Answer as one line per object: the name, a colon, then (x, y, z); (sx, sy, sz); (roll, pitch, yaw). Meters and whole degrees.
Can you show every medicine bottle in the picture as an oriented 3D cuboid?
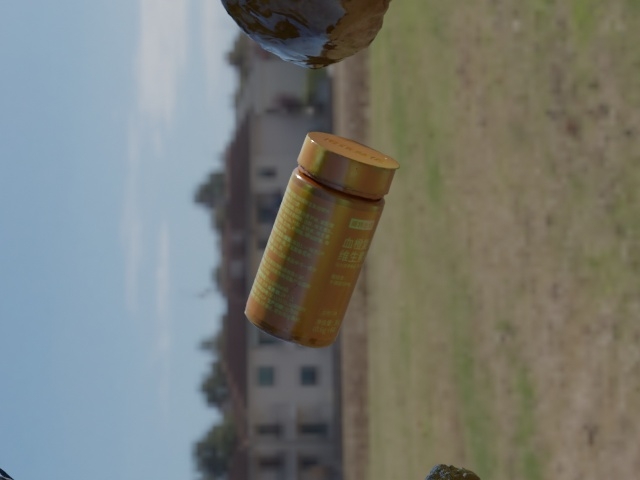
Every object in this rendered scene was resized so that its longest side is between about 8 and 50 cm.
medicine bottle: (0.000, 0.000, 1.648); (0.096, 0.096, 0.192); (-94, 23, -75)

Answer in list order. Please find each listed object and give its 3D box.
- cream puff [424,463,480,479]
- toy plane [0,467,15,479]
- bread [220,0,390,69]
cream puff: (0.120, 0.250, 1.598); (0.058, 0.083, 0.083); (-39, 54, 43)
toy plane: (-0.292, 0.264, 1.725); (0.031, 0.120, 0.049); (-67, -21, 3)
bread: (-0.004, -0.290, 1.195); (0.194, 0.179, 0.340); (-45, -62, -38)
